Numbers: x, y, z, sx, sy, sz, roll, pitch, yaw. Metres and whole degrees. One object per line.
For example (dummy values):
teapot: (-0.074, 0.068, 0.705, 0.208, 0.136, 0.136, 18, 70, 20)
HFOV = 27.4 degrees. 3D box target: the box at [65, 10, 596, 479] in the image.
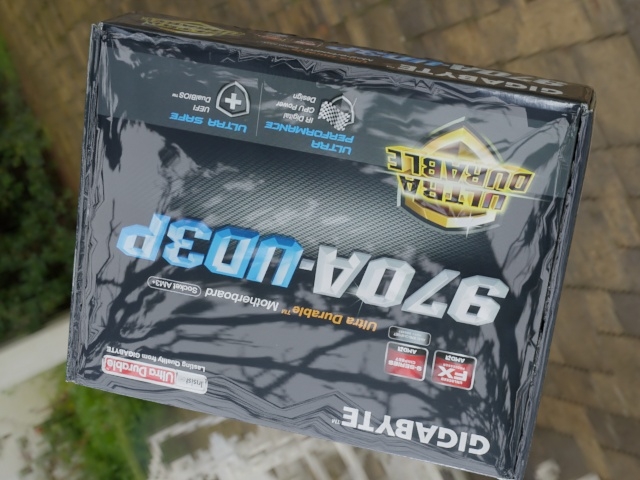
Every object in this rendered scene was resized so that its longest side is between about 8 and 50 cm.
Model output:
box: (0.000, 0.000, 0.593, 0.051, 0.220, 0.175, -50, -31, -69)
